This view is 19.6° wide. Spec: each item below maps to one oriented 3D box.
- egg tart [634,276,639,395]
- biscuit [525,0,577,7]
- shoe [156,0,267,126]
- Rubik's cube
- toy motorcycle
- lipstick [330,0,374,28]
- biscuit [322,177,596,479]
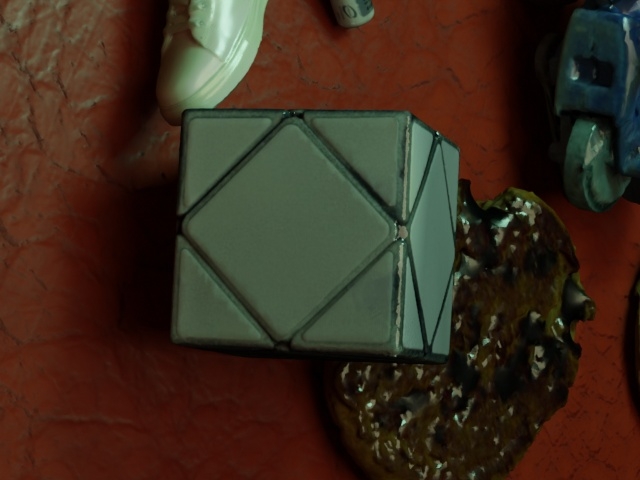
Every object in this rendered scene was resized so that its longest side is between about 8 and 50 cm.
[{"bbox_3d":[0.494,0.104,2.088,0.341,0.129,0.341,2,86,-40],"label":"egg tart"},{"bbox_3d":[0.340,-0.428,1.980,0.394,0.076,0.368,-3,102,-41],"label":"biscuit"},{"bbox_3d":[-0.103,-0.230,1.647,0.110,0.095,0.265,46,53,-35],"label":"shoe"},{"bbox_3d":[0.000,0.000,1.602,0.205,0.205,0.207,23,70,-72],"label":"Rubik's cube"},{"bbox_3d":[0.316,-0.186,1.935,0.241,0.182,0.319,-46,143,-74],"label":"toy motorcycle"},{"bbox_3d":[0.014,-0.269,1.761,0.040,0.040,0.141,-41,124,-32],"label":"lipstick"},{"bbox_3d":[0.130,0.094,1.827,0.334,0.081,0.289,-41,113,-28],"label":"biscuit"}]
